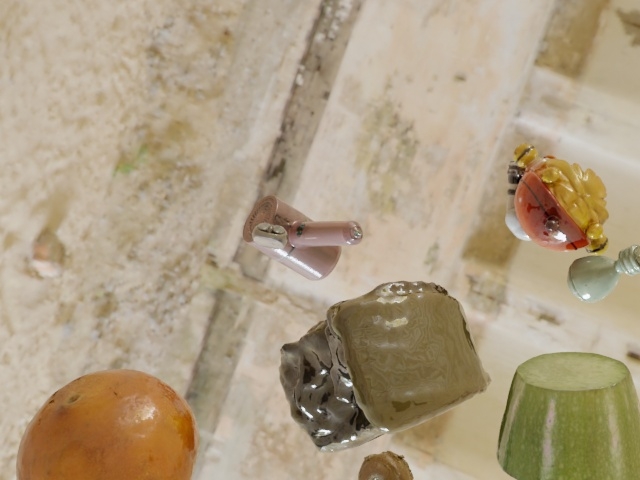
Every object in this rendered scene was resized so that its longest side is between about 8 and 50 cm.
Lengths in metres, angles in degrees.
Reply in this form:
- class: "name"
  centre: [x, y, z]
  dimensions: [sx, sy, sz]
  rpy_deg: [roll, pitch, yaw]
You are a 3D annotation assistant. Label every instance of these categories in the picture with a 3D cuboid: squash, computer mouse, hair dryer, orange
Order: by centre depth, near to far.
- class: "squash"
  centre: [0.274, 0.196, 1.073]
  dimensions: [0.170, 0.170, 0.123]
  rpy_deg: [-45, 132, -68]
- class: "orange"
  centre: [-0.322, 0.325, 1.493]
  dimensions: [0.226, 0.283, 0.284]
  rpy_deg: [62, 38, -28]
- class: "computer mouse"
  centre: [-0.090, -0.012, 1.798]
  dimensions: [0.096, 0.065, 0.039]
  rpy_deg: [89, 13, -77]
- class: "hair dryer"
  centre: [0.000, 0.000, 2.176]
  dimensions: [0.352, 0.210, 0.125]
  rpy_deg: [1, -117, 57]

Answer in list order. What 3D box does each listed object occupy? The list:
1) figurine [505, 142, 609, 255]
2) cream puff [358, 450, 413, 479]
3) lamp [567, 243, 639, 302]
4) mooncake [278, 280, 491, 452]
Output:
- class: "figurine"
  centre: [0.537, -0.076, 2.264]
  dimensions: [0.196, 0.320, 0.323]
  rpy_deg: [-41, -179, -5]
- class: "cream puff"
  centre: [0.157, 0.562, 2.303]
  dimensions: [0.103, 0.126, 0.144]
  rpy_deg: [1, 88, -54]
- class: "lamp"
  centre: [0.633, 0.069, 2.189]
  dimensions: [0.193, 0.106, 0.106]
  rpy_deg: [-33, -161, 43]
- class: "mooncake"
  centre: [0.083, 0.229, 1.726]
  dimensions: [0.393, 0.394, 0.246]
  rpy_deg: [9, 60, -61]
